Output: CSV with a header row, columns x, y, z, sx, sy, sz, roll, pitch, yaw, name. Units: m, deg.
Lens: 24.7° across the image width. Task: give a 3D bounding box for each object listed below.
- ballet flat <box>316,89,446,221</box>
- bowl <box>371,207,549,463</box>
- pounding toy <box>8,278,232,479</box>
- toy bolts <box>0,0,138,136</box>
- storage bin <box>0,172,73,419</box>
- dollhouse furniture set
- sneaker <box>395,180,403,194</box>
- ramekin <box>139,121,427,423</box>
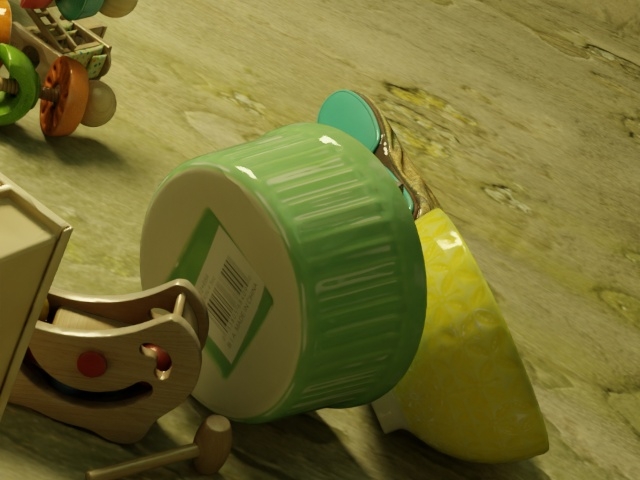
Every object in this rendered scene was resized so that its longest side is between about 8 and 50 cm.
x,y,z,sx,sy,sz,roll,pitch,yaw,name
0.086,-0.081,2.019,0.123,0.123,0.348,11,30,-27,ballet flat
0.117,0.126,1.585,0.156,0.289,0.289,-24,40,-1,bowl
-0.193,0.121,1.361,0.269,0.154,0.155,21,28,-9,pounding toy
-0.330,-0.264,1.839,0.158,0.228,0.218,8,28,-31,toy bolts
-0.379,0.037,1.232,0.260,0.262,0.123,36,31,17,storage bin
-0.314,-0.300,1.977,0.101,0.161,0.182,36,30,17,dollhouse furniture set
0.000,0.000,1.755,0.121,0.108,0.302,19,36,21,sneaker
-0.051,0.039,1.484,0.148,0.303,0.303,-14,47,-41,ramekin
